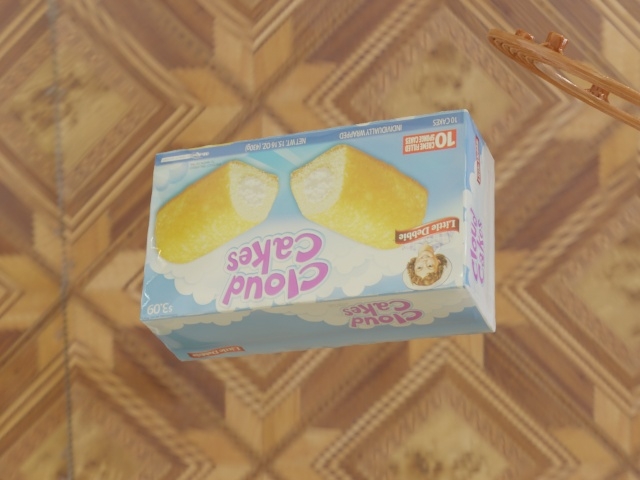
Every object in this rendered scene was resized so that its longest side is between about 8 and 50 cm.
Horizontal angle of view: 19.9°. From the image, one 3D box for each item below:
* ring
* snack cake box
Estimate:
[{"bbox_3d":[0.324,-0.144,1.878,0.336,0.336,0.032,28,94,-5],"label":"ring"},{"bbox_3d":[0.000,0.000,1.423,0.264,0.089,0.152,-7,61,19],"label":"snack cake box"}]
